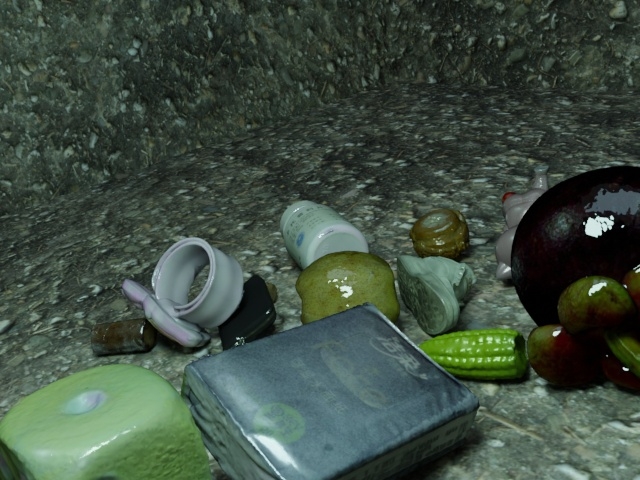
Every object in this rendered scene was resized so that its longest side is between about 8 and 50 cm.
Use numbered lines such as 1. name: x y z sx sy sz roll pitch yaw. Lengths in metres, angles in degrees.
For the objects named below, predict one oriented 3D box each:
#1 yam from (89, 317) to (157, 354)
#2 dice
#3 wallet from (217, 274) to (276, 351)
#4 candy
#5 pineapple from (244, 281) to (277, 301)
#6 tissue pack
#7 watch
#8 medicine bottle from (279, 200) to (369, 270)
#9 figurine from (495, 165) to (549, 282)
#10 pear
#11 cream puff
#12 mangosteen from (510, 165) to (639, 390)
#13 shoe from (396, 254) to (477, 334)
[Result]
1. yam: -0.446 0.217 1.905 0.141 0.079 0.079 -6 21 11
2. dice: -0.321 0.348 1.260 0.254 0.250 0.252 -24 25 -33
3. wallet: -0.169 0.166 1.893 0.149 0.044 0.250 -40 21 1
4. candy: 0.277 0.210 1.561 0.209 0.097 0.097 -3 22 27
5. pineapple: -0.161 0.120 2.052 0.124 0.058 0.058 10 29 42
6. tissue pack: 0.016 0.261 1.324 0.394 0.124 0.288 -13 43 -39
7. watch: -0.289 0.106 1.891 0.248 0.211 0.217 35 90 45
8. medicine bottle: 0.000 0.000 2.128 0.170 0.170 0.293 -15 21 -13
9. figurine: 0.483 -0.017 1.920 0.176 0.186 0.287 -13 54 21
10. pear: 0.051 0.117 1.768 0.211 0.188 0.228 0 19 -10
11. cream puff: 0.298 -0.005 2.077 0.150 0.115 0.165 -3 30 37
12. mangosteen: 0.527 0.079 1.488 0.382 0.382 0.435 -3 61 19
13. shoe: 0.271 0.104 1.812 0.159 0.124 0.316 -7 20 -12
